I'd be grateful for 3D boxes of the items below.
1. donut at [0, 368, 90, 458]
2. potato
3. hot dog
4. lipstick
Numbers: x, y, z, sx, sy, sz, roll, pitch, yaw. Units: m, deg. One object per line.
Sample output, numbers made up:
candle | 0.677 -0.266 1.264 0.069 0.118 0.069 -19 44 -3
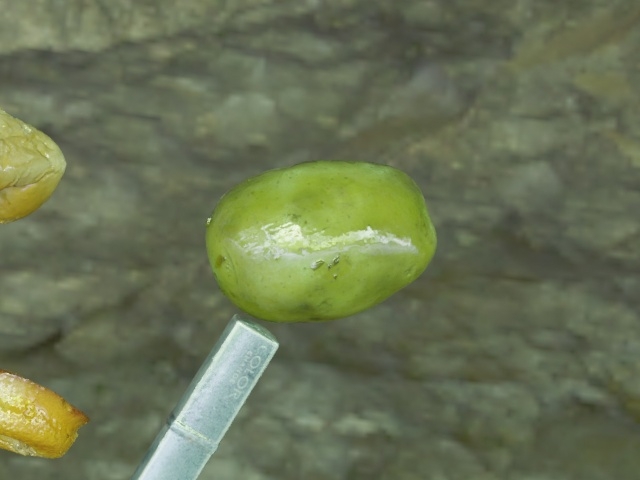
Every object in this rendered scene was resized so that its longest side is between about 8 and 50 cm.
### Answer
donut | -0.482 0.255 2.525 0.253 0.118 0.253 13 -20 5
potato | -0.001 -0.002 2.164 0.304 0.216 0.216 -15 4 -21
hot dog | -0.296 -0.078 1.184 0.084 0.073 0.242 -34 -52 32
lipstick | -0.157 0.234 2.175 0.077 0.289 0.076 32 3 -8
